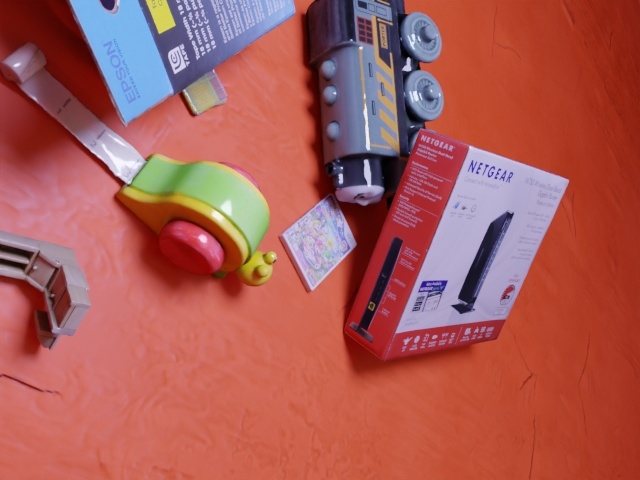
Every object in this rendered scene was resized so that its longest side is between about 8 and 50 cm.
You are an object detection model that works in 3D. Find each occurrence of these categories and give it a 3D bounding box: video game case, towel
[{"bbox_3d":[0.000,0.000,0.775,0.122,0.011,0.087,-43,113,-43],"label":"video game case"},{"bbox_3d":[-0.146,-0.190,0.656,0.060,0.009,0.083,-44,113,-42],"label":"towel"}]

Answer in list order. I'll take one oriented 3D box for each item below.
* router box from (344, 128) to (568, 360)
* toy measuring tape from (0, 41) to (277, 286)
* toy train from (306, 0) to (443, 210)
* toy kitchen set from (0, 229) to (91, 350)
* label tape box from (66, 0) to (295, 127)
[{"bbox_3d":[0.215,0.015,0.849,0.335,0.082,0.301,3,112,-47],"label":"router box"},{"bbox_3d":[-0.147,-0.065,0.553,0.330,0.121,0.121,49,50,-29],"label":"toy measuring tape"},{"bbox_3d":[0.078,-0.205,0.821,0.190,0.142,0.334,1,83,-35],"label":"toy train"},{"bbox_3d":[-0.244,0.047,0.463,0.075,0.083,0.068,22,108,-43],"label":"toy kitchen set"},{"bbox_3d":[-0.160,-0.274,0.511,0.334,0.105,0.241,-57,138,-48],"label":"label tape box"}]
